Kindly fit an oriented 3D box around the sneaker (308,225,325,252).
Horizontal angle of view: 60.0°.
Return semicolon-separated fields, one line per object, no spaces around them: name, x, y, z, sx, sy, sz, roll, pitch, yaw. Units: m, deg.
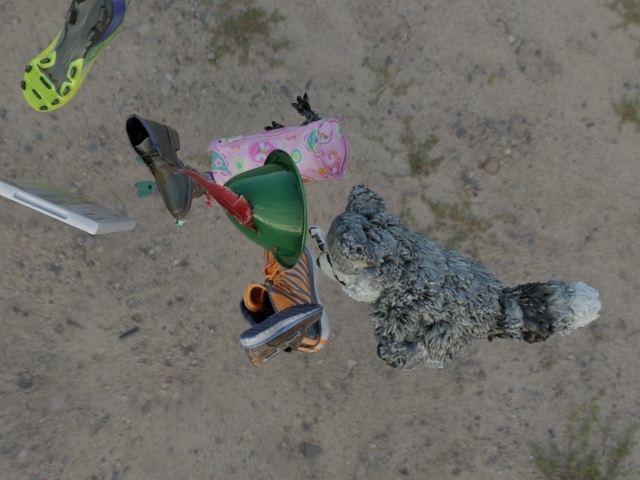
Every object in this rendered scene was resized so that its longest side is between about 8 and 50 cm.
sneaker;0.000;0.000;1.380;0.032;0.037;0.083;-35;101;10

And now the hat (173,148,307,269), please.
hat;-0.133;-0.044;0.783;0.183;0.208;0.173;-9;34;-25

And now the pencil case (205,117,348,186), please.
pencil case;-0.087;-0.163;1.083;0.284;0.124;0.124;-2;73;32

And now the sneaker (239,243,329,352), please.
sneaker;-0.095;0.089;1.223;0.180;0.124;0.321;22;35;-45

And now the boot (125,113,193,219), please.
boot;-0.318;-0.144;1.071;0.082;0.106;0.219;-30;64;20

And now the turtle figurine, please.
turtle figurine;-0.344;-0.137;1.338;0.118;0.234;0.175;-23;73;17

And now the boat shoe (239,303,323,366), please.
boat shoe;-0.063;0.164;0.980;0.183;0.066;0.066;-21;103;-40

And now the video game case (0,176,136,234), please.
video game case;-0.483;-0.066;1.062;0.206;0.227;0.026;24;93;-3

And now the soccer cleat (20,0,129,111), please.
soccer cleat;-0.439;-0.342;1.008;0.093;0.289;0.121;44;29;-12

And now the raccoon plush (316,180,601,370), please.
raccoon plush;0.218;0.027;0.937;0.446;0.299;0.216;-16;37;7

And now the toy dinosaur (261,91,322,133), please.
toy dinosaur;-0.023;-0.285;1.585;0.218;0.322;0.164;47;70;-31
